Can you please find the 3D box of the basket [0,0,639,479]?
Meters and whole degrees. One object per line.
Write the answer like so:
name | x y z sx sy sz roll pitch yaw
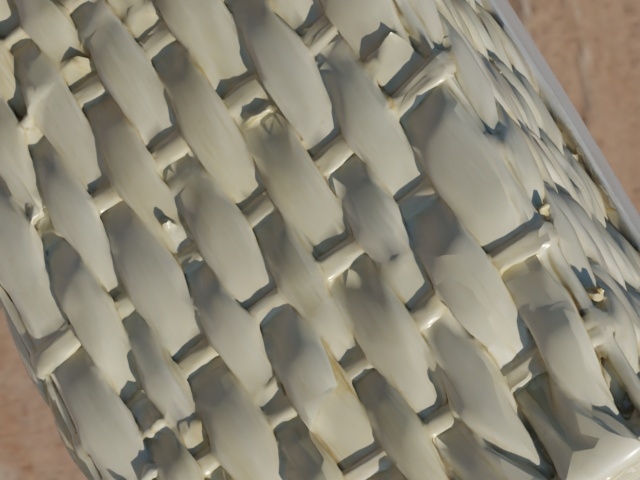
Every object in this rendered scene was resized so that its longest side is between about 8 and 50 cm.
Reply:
basket | 0.000 0.000 0.396 0.167 0.113 0.103 60 12 13
